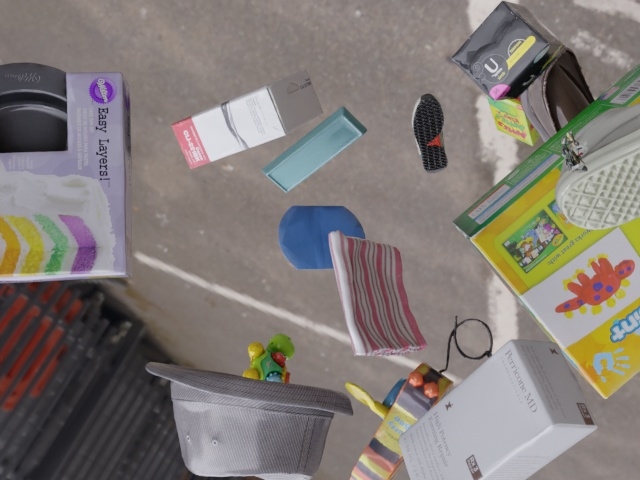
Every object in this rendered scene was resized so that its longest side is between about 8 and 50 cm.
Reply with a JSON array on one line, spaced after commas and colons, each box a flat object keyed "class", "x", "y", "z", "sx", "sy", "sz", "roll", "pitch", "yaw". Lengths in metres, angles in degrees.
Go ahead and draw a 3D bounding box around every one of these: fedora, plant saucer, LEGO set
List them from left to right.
[{"class": "fedora", "x": -0.093, "y": 0.229, "z": 1.110, "sx": 0.275, "sy": 0.124, "sz": 0.243, "roll": 1, "pitch": 168, "yaw": 38}, {"class": "plant saucer", "x": -0.011, "y": -0.151, "z": 1.557, "sx": 0.192, "sy": 0.018, "sz": 0.067, "roll": -36, "pitch": 123, "yaw": 23}, {"class": "LEGO set", "x": 0.314, "y": -0.106, "z": 1.136, "sx": 0.023, "sy": 0.083, "sz": 0.054, "roll": -28, "pitch": 91, "yaw": 25}]

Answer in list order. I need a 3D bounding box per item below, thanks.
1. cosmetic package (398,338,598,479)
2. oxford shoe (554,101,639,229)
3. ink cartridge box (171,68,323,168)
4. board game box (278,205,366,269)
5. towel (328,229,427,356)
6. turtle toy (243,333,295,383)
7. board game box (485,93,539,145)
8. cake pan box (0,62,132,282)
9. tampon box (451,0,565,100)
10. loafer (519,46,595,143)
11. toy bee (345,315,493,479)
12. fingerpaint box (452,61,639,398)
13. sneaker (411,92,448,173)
[{"class": "cosmetic package", "x": 0.201, "y": 0.226, "z": 1.066, "sx": 0.085, "sy": 0.117, "sz": 0.231, "roll": 9, "pitch": 135, "yaw": -33}, {"class": "oxford shoe", "x": 0.519, "y": -0.159, "z": 1.202, "sx": 0.449, "sy": 0.130, "sz": 0.169, "roll": -25, "pitch": 125, "yaw": 25}, {"class": "ink cartridge box", "x": -0.159, "y": -0.272, "z": 2.012, "sx": 0.272, "sy": 0.197, "sz": 0.114, "roll": -17, "pitch": 102, "yaw": 31}, {"class": "board game box", "x": 0.000, "y": 0.000, "z": 1.698, "sx": 0.168, "sy": 0.133, "sz": 0.033, "roll": 0, "pitch": 153, "yaw": -15}, {"class": "towel", "x": 0.069, "y": 0.065, "z": 1.070, "sx": 0.029, "sy": 0.144, "sz": 0.197, "roll": -19, "pitch": 167, "yaw": 22}, {"class": "turtle toy", "x": -0.077, "y": 0.199, "z": 1.392, "sx": 0.066, "sy": 0.130, "sz": 0.095, "roll": 5, "pitch": 140, "yaw": 6}, {"class": "board game box", "x": 0.406, "y": -0.271, "z": 1.890, "sx": 0.092, "sy": 0.043, "sz": 0.181, "roll": 30, "pitch": 172, "yaw": 27}, {"class": "cake pan box", "x": -0.357, "y": -0.081, "z": 1.107, "sx": 0.245, "sy": 0.267, "sz": 0.070, "roll": -1, "pitch": 173, "yaw": -7}, {"class": "tampon box", "x": 0.303, "y": -0.301, "z": 1.443, "sx": 0.101, "sy": 0.120, "sz": 0.161, "roll": 46, "pitch": -155, "yaw": 10}, {"class": "loafer", "x": 0.491, "y": -0.228, "z": 1.717, "sx": 0.130, "sy": 0.134, "sz": 0.366, "roll": 23, "pitch": 155, "yaw": 47}, {"class": "toy bee", "x": 0.126, "y": 0.234, "z": 1.295, "sx": 0.195, "sy": 0.298, "sz": 0.162, "roll": 12, "pitch": 171, "yaw": 16}, {"class": "fingerpaint box", "x": 0.514, "y": -0.027, "z": 1.513, "sx": 0.371, "sy": 0.445, "sz": 0.163, "roll": 48, "pitch": -175, "yaw": -11}, {"class": "sneaker", "x": 0.187, "y": -0.199, "z": 1.593, "sx": 0.057, "sy": 0.075, "sz": 0.161, "roll": -15, "pitch": 131, "yaw": 1}]
